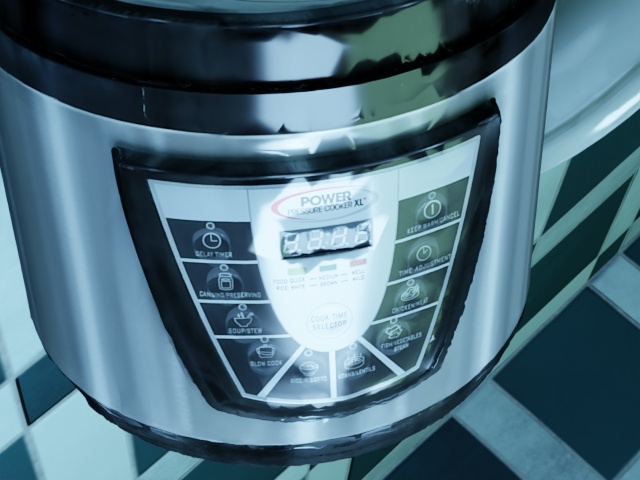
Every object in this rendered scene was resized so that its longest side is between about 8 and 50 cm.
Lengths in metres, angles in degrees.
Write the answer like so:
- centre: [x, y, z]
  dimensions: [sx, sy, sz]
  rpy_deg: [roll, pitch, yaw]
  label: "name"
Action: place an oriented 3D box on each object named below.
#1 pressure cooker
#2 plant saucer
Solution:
- centre: [-0.039, -0.112, 0.876]
  dimensions: [0.370, 0.375, 0.420]
  rpy_deg: [-46, 147, -42]
  label: "pressure cooker"
- centre: [0.198, -0.224, 1.108]
  dimensions: [0.400, 0.100, 0.400]
  rpy_deg: [-44, -158, 22]
  label: "plant saucer"
